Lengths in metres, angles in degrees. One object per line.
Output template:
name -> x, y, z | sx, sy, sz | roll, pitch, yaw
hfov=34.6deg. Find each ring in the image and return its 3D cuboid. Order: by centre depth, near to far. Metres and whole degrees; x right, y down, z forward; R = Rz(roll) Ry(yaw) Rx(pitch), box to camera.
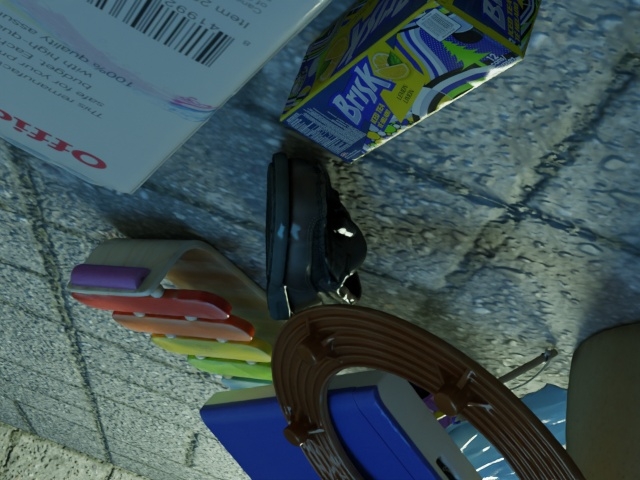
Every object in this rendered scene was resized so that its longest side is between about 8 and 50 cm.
ring -> 0.081, 0.194, 0.831 | 0.337, 0.032, 0.336 | 32, 144, 27

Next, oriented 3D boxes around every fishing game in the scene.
fishing game -> 0.173, 0.198, 1.012 | 0.189, 0.041, 0.264 | -30, 141, 3

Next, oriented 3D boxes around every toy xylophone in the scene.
toy xylophone -> -0.088, 0.086, 1.040 | 0.236, 0.081, 0.323 | -4, 147, 45

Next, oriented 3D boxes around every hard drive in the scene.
hard drive -> 0.026, 0.225, 1.008 | 0.210, 0.040, 0.319 | 52, 147, -13

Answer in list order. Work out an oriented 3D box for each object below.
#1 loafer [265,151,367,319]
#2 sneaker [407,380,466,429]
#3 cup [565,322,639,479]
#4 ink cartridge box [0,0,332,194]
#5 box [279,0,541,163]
loafer -> 0.000, 0.000, 0.790 | 0.084, 0.096, 0.267 | 1, 164, -3
sneaker -> 0.081, 0.193, 1.134 | 0.104, 0.095, 0.236 | 39, 146, -26
cup -> 0.339, 0.241, 0.823 | 0.331, 0.237, 0.331 | 18, 156, 8
ink cartridge box -> -0.121, -0.158, 0.463 | 0.226, 0.131, 0.306 | 28, 158, -19
box -> 0.043, -0.100, 0.541 | 0.054, 0.059, 0.169 | 28, 156, -19
